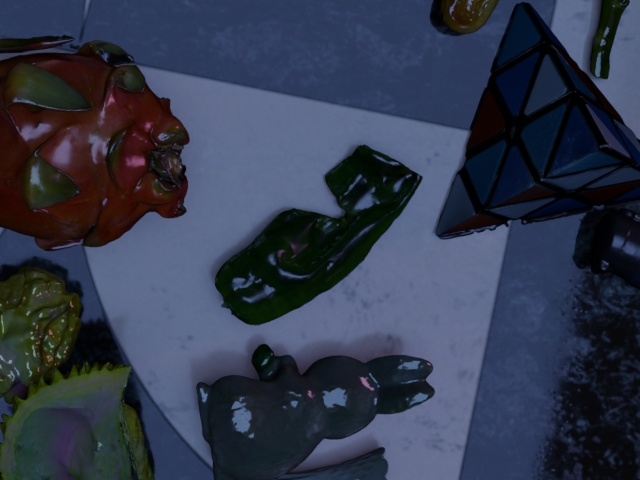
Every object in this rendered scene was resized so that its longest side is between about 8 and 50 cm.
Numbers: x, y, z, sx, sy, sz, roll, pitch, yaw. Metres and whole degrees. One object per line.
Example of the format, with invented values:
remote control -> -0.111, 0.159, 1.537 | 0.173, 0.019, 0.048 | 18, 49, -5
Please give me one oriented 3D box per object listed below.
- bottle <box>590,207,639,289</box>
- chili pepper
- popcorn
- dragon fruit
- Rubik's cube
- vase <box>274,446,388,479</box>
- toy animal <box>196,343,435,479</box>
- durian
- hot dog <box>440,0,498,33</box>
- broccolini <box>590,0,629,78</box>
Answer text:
bottle -> 0.415, 0.042, 1.895 | 0.244, 0.072, 0.082 | 23, 81, -8
chili pepper -> -0.001, -0.001, 1.842 | 0.253, 0.083, 0.099 | -41, 89, -6
popcorn -> -0.318, 0.096, 1.790 | 0.126, 0.126, 0.145 | 29, 103, -1
dragon fruit -> -0.251, -0.097, 1.739 | 0.227, 0.224, 0.224 | -8, 95, -10
Rubik's cube -> 0.299, -0.115, 1.880 | 0.234, 0.284, 0.250 | 18, 58, -27
vase -> 0.001, 0.271, 1.866 | 0.148, 0.081, 0.081 | -6, 95, -4
toy animal -> -0.004, 0.177, 1.835 | 0.251, 0.125, 0.127 | -9, 116, -6
durian -> -0.234, 0.268, 1.775 | 0.158, 0.169, 0.352 | -22, 121, -24
hot dog -> 0.190, -0.323, 1.854 | 0.066, 0.047, 0.216 | 22, 91, -22
broccolini -> 0.326, -0.286, 1.880 | 0.067, 0.058, 0.216 | 7, 104, -5
